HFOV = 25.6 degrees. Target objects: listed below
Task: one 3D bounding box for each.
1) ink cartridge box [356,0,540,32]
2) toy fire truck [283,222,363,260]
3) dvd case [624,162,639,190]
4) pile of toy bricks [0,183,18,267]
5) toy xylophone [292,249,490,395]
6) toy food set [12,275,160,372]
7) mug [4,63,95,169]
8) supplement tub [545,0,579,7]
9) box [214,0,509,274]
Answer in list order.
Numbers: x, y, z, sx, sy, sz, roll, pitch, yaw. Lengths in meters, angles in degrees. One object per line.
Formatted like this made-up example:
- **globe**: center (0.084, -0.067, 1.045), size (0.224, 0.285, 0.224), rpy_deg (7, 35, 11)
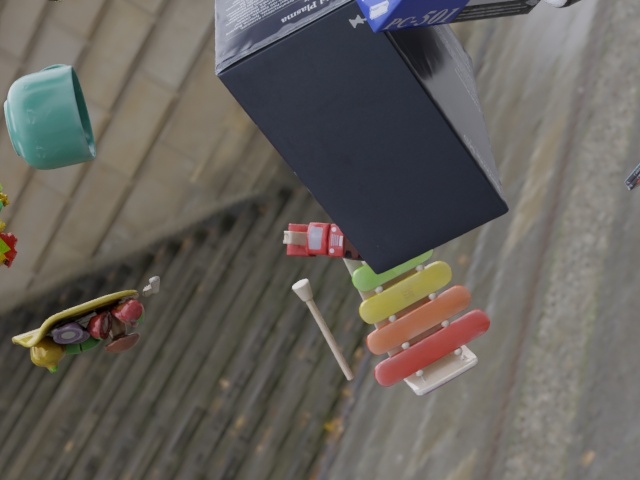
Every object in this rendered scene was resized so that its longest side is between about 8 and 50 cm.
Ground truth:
- **ink cartridge box**: center (0.139, -0.245, 1.292), size (0.207, 0.046, 0.097), rpy_deg (-13, -22, -38)
- **toy fire truck**: center (0.000, 0.000, 1.937), size (0.192, 0.135, 0.047), rpy_deg (11, -95, -72)
- **dvd case**: center (0.341, -0.090, 1.329), size (0.087, 0.013, 0.119), rpy_deg (-28, -12, -12)
- **pile of toy bricks**: center (-0.472, -0.065, 1.888), size (0.105, 0.212, 0.118), rpy_deg (-33, -16, -44)
- **toy xylophone**: center (0.107, 0.099, 2.206), size (0.236, 0.322, 0.081), rpy_deg (-36, 15, -7)
- **toy food set**: center (-0.299, 0.123, 1.891), size (0.218, 0.071, 0.128), rpy_deg (-21, -8, -19)
- **mug**: center (-0.361, -0.161, 1.870), size (0.158, 0.097, 0.129), rpy_deg (-117, 14, -78)
- **supplement tub**: center (0.408, -0.429, 2.074), size (0.190, 0.117, 0.117), rpy_deg (-27, -5, -16)
- **box**: center (0.041, -0.199, 1.605), size (0.179, 0.343, 0.312), rpy_deg (-27, 37, 17)
